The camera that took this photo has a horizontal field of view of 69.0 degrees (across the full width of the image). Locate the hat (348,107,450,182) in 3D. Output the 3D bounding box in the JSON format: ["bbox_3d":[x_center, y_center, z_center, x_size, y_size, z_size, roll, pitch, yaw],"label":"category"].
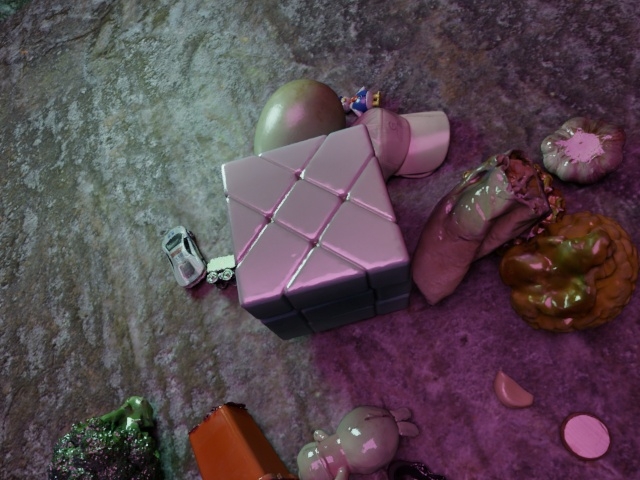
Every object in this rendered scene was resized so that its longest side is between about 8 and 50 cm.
[{"bbox_3d":[0.194,-0.257,1.155,0.226,0.164,0.220,-15,64,39],"label":"hat"}]

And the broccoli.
[{"bbox_3d":[-0.476,0.491,1.070,0.270,0.270,0.270,-14,30,15],"label":"broccoli"}]

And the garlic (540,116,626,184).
[{"bbox_3d":[0.568,-0.193,1.007,0.159,0.102,0.147,-12,79,29],"label":"garlic"}]

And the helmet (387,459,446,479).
[{"bbox_3d":[0.183,0.485,0.893,0.123,0.098,0.070,14,106,29],"label":"helmet"}]

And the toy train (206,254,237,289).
[{"bbox_3d":[-0.204,0.072,1.217,0.202,0.060,0.081,-12,60,14],"label":"toy train"}]

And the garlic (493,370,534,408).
[{"bbox_3d":[0.375,0.302,0.919,0.083,0.041,0.053,34,71,20],"label":"garlic"}]

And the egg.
[{"bbox_3d":[-0.062,-0.273,1.211,0.218,0.218,0.295,39,96,29],"label":"egg"}]

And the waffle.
[{"bbox_3d":[0.412,-0.078,1.051,0.237,0.059,0.243,-29,60,12],"label":"waffle"}]

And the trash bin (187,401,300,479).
[{"bbox_3d":[-0.176,0.477,0.983,0.161,0.184,0.239,-43,56,0],"label":"trash bin"}]

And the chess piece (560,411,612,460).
[{"bbox_3d":[0.486,0.358,0.854,0.083,0.038,0.084,-6,70,17],"label":"chess piece"}]

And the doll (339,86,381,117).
[{"bbox_3d":[0.099,-0.379,1.286,0.143,0.057,0.099,1,71,27],"label":"doll"}]

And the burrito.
[{"bbox_3d":[0.286,-0.027,0.939,0.332,0.135,0.190,-49,30,37],"label":"burrito"}]

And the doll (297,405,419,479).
[{"bbox_3d":[0.062,0.419,0.937,0.275,0.113,0.155,-36,27,4],"label":"doll"}]

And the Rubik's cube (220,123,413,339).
[{"bbox_3d":[0.000,0.000,0.998,0.321,0.316,0.319,-16,65,4],"label":"Rubik's cube"}]

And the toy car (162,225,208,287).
[{"bbox_3d":[-0.384,0.042,1.300,0.095,0.056,0.205,-37,62,5],"label":"toy car"}]

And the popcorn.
[{"bbox_3d":[0.460,0.056,0.864,0.237,0.251,0.206,-19,61,17],"label":"popcorn"}]
